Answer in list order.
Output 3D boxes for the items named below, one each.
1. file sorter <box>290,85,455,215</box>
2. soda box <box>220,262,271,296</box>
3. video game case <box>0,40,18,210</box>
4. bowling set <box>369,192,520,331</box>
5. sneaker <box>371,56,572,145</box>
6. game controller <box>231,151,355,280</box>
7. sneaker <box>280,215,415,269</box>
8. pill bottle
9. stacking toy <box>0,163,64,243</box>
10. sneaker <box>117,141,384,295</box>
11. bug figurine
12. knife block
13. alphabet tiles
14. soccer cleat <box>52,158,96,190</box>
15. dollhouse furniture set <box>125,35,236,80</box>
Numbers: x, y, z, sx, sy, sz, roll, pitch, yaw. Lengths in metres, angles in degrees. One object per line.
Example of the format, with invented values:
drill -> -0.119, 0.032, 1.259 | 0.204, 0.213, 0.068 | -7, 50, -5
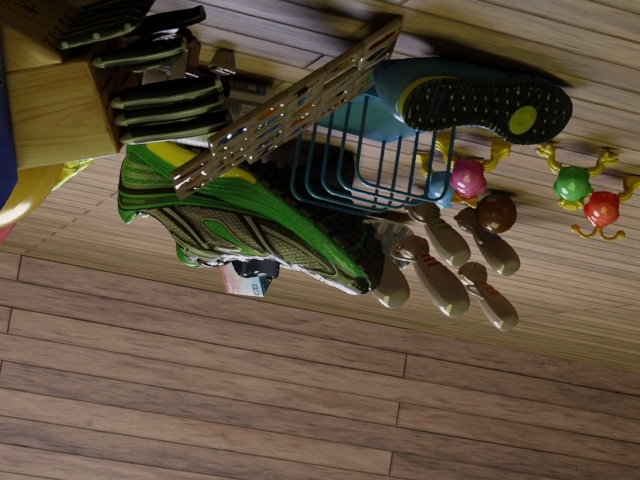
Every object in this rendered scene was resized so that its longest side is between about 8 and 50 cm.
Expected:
file sorter -> 0.054, -0.092, 1.555 | 0.118, 0.105, 0.170 | 14, 170, -24
soda box -> -0.114, -0.008, 2.067 | 0.063, 0.058, 0.183 | 6, 131, 20
video game case -> -0.390, -0.155, 1.204 | 0.244, 0.061, 0.270 | 7, 128, 7
bowling set -> 0.187, -0.005, 1.964 | 0.287, 0.200, 0.154 | 17, -152, -40
sneaker -> 0.143, -0.140, 1.350 | 0.209, 0.069, 0.082 | 3, -149, -32
game controller -> -0.038, -0.030, 1.901 | 0.166, 0.067, 0.319 | -32, 167, -13
sneaker -> 0.000, 0.000, 2.178 | 0.281, 0.105, 0.115 | 13, 179, -3
pill bottle -> -0.123, -0.137, 1.520 | 0.137, 0.078, 0.078 | 10, 171, -8
stacking toy -> -0.388, -0.110, 1.505 | 0.480, 0.351, 0.350 | -21, 154, 35
sneaker -> -0.082, -0.022, 1.694 | 0.343, 0.146, 0.134 | 27, -161, 15
bug figurine -> 0.233, -0.061, 1.676 | 0.279, 0.072, 0.216 | 7, 171, 12
knife block -> -0.215, -0.117, 1.290 | 0.242, 0.088, 0.276 | 31, 124, -8
alphabet tiles -> -0.034, -0.112, 1.321 | 0.237, 0.009, 0.198 | -33, 175, -7
soccer cleat -> -0.276, -0.116, 1.662 | 0.093, 0.121, 0.289 | 16, 168, -36
dollhouse furniture set -> -0.155, -0.153, 1.442 | 0.091, 0.081, 0.114 | 15, 169, -35
